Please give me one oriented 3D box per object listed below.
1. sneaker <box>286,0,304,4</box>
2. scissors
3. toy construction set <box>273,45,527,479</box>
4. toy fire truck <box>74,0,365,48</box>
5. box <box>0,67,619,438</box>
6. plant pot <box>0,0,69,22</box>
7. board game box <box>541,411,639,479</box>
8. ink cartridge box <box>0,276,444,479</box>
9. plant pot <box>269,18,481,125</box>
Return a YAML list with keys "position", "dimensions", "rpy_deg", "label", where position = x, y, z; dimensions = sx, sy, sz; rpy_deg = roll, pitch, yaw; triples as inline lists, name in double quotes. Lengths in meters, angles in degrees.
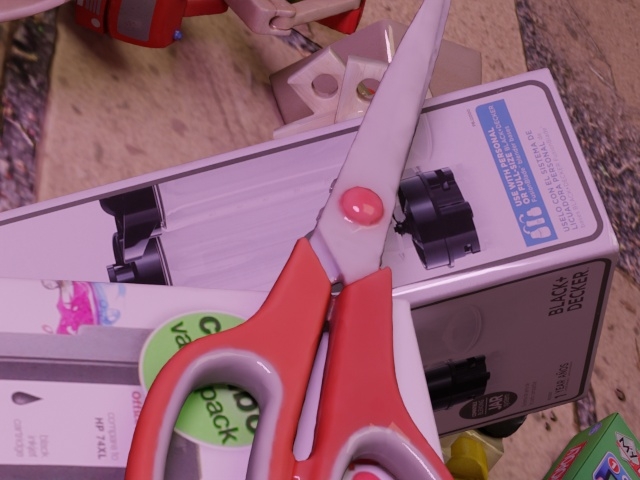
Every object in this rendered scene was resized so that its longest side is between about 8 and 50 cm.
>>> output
- position: [-0.060, -0.264, 1.152]
  dimensions: [0.240, 0.091, 0.126]
  rpy_deg: [35, 59, -45]
  label: "sneaker"
- position: [0.000, 0.000, 0.543]
  dimensions: [0.109, 0.021, 0.297]
  rpy_deg: [12, 51, -11]
  label: "scissors"
- position: [0.017, 0.039, 0.950]
  dimensions: [0.215, 0.151, 0.328]
  rpy_deg: [31, 39, -12]
  label: "toy construction set"
- position: [-0.055, -0.159, 1.059]
  dimensions: [0.135, 0.047, 0.192]
  rpy_deg: [22, 29, 13]
  label: "toy fire truck"
- position: [-0.031, 0.039, 0.704]
  dimensions: [0.169, 0.290, 0.087]
  rpy_deg: [80, -6, -63]
  label: "box"
- position: [-0.201, -0.290, 0.905]
  dimensions: [0.256, 0.256, 0.274]
  rpy_deg: [36, 20, -27]
  label: "plant pot"
- position: [0.242, 0.289, 1.087]
  dimensions: [0.317, 0.046, 0.213]
  rpy_deg: [54, 31, 0]
  label: "board game box"
- position: [-0.108, 0.143, 0.535]
  dimensions: [0.270, 0.197, 0.198]
  rpy_deg: [3, 53, -19]
  label: "ink cartridge box"
- position: [0.045, -0.076, 1.128]
  dimensions: [0.109, 0.109, 0.096]
  rpy_deg: [11, 65, -48]
  label: "plant pot"
